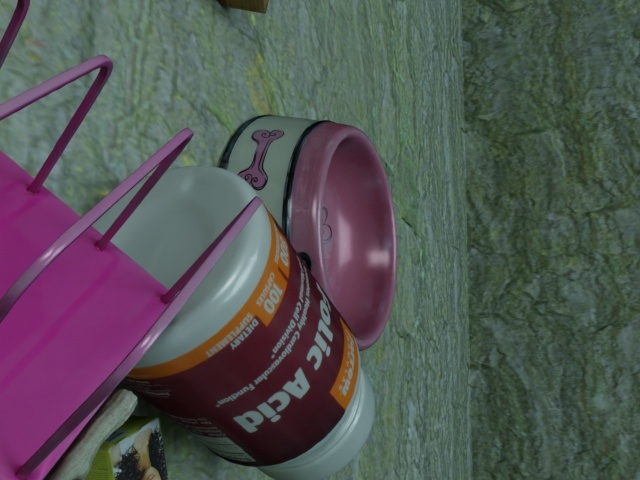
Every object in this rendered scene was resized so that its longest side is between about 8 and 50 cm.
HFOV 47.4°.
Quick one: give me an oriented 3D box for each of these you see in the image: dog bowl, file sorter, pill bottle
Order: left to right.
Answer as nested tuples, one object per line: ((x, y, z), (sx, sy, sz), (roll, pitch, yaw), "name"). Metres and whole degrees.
((-0.211, -0.030, 0.454), (0.291, 0.182, 0.202), (41, 37, -8), "file sorter")
((-0.086, 0.120, 0.823), (0.392, 0.224, 0.224), (57, 37, -47), "pill bottle")
((0.000, 0.000, 1.129), (0.408, 0.150, 0.407), (-4, 90, -66), "dog bowl")

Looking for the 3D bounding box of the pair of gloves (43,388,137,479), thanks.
((-0.225, 0.225, 0.507), (0.042, 0.240, 0.204), (42, 27, -9), "pair of gloves")

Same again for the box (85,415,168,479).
((-0.196, 0.307, 0.758), (0.087, 0.058, 0.232), (-26, 111, -64), "box")

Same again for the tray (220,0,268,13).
((-0.092, -0.476, 0.864), (0.411, 0.076, 0.202), (87, 14, -75), "tray")
